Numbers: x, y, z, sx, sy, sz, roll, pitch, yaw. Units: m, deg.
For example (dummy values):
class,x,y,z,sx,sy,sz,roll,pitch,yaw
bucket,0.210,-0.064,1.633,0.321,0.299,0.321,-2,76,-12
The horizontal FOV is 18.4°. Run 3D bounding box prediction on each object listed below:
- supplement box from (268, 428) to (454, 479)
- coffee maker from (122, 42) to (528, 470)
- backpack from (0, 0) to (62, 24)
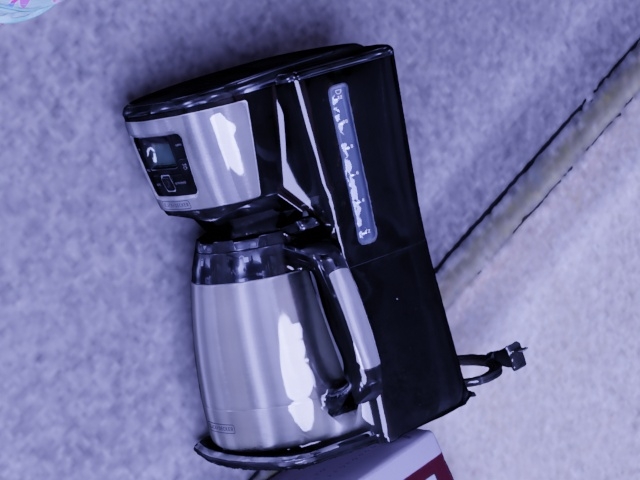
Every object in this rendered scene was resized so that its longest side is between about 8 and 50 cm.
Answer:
class,x,y,z,sx,sy,sz,roll,pitch,yaw
supplement box,0.034,0.223,0.963,0.130,0.073,0.239,-30,105,-29
coffee maker,0.000,0.000,0.932,0.171,0.120,0.178,-23,104,-55
backpack,-0.145,-0.181,0.824,0.152,0.115,0.182,12,86,-36
